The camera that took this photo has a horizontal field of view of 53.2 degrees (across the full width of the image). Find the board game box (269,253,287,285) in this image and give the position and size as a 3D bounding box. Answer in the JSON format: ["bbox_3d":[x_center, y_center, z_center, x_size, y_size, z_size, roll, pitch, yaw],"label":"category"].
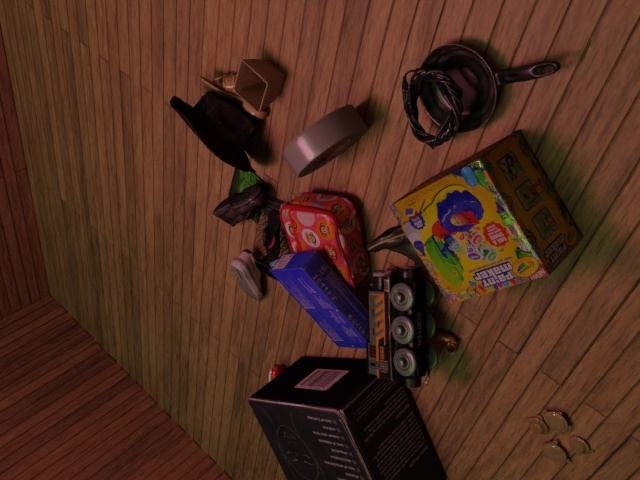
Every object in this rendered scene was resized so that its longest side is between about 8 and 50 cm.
[{"bbox_3d":[-0.114,0.098,2.043,0.090,0.020,0.090,-28,93,51],"label":"board game box"}]

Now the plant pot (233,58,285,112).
[{"bbox_3d":[-0.162,-0.440,1.774,0.109,0.096,0.109,44,141,15],"label":"plant pot"}]

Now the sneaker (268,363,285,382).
[{"bbox_3d":[-0.104,0.588,2.456,0.119,0.107,0.278,-15,108,31],"label":"sneaker"}]

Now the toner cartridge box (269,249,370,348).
[{"bbox_3d":[0.021,0.178,1.869,0.165,0.075,0.347,-6,131,52],"label":"toner cartridge box"}]

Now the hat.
[{"bbox_3d":[-0.280,-0.351,1.901,0.134,0.331,0.331,-46,78,11],"label":"hat"}]

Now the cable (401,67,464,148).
[{"bbox_3d":[0.253,-0.292,1.422,0.151,0.047,0.184,12,123,39],"label":"cable"}]

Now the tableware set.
[{"bbox_3d":[0.620,0.514,1.678,0.168,0.020,0.141,54,144,1],"label":"tableware set"}]

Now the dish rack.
[{"bbox_3d":[-0.127,0.005,2.069,0.208,0.074,0.271,22,129,34],"label":"dish rack"}]

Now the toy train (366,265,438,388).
[{"bbox_3d":[0.213,0.236,1.762,0.190,0.142,0.333,-1,93,45],"label":"toy train"}]

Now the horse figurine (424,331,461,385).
[{"bbox_3d":[0.265,0.293,1.854,0.263,0.066,0.174,34,125,35],"label":"horse figurine"}]

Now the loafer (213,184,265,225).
[{"bbox_3d":[-0.250,-0.108,2.105,0.095,0.109,0.303,47,152,-19],"label":"loafer"}]

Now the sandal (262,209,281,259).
[{"bbox_3d":[-0.158,-0.014,2.004,0.067,0.040,0.179,31,132,29],"label":"sandal"}]

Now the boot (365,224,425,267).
[{"bbox_3d":[0.221,0.030,1.722,0.137,0.077,0.198,55,143,-6],"label":"boot"}]

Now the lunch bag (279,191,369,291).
[{"bbox_3d":[0.000,0.000,1.874,0.258,0.120,0.293,11,130,39],"label":"lunch bag"}]

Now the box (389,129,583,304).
[{"bbox_3d":[0.364,-0.042,1.434,0.290,0.177,0.279,-29,94,52],"label":"box"}]

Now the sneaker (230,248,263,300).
[{"bbox_3d":[-0.240,0.127,2.267,0.094,0.091,0.258,29,155,23],"label":"sneaker"}]

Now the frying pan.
[{"bbox_3d":[0.332,-0.355,1.345,0.197,0.053,0.326,56,142,2],"label":"frying pan"}]

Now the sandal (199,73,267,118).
[{"bbox_3d":[-0.244,-0.453,1.891,0.240,0.088,0.079,35,106,15],"label":"sandal"}]

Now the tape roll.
[{"bbox_3d":[0.012,-0.251,1.624,0.072,0.219,0.219,56,142,2],"label":"tape roll"}]

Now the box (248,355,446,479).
[{"bbox_3d":[0.083,0.661,2.125,0.480,0.297,0.471,-9,108,49],"label":"box"}]

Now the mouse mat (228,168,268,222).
[{"bbox_3d":[-0.243,-0.162,2.128,0.153,0.007,0.189,42,139,17],"label":"mouse mat"}]
